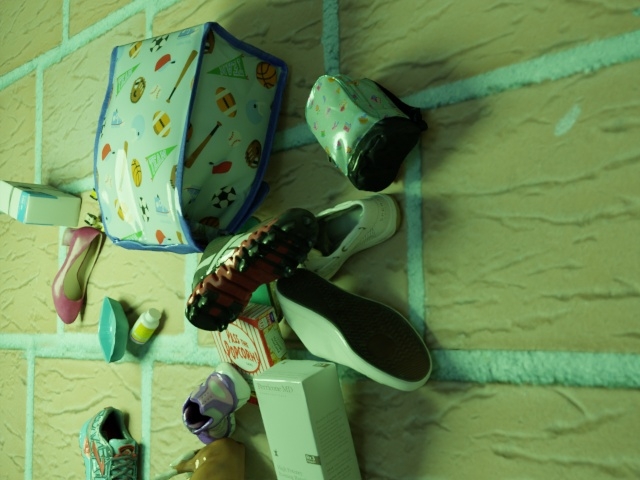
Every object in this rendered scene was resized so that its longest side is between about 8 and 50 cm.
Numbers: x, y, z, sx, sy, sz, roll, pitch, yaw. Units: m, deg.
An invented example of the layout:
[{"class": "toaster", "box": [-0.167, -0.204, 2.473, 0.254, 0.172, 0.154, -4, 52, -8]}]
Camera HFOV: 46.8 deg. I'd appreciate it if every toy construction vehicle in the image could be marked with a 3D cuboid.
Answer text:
[{"class": "toy construction vehicle", "box": [-0.527, -0.072, 1.776, 0.098, 0.035, 0.085, 27, 94, 40]}]

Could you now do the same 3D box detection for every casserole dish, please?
[{"class": "casserole dish", "box": [-0.463, 0.199, 1.653, 0.188, 0.037, 0.114, 38, 118, 58]}]

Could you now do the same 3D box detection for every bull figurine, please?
[{"class": "bull figurine", "box": [-0.195, 0.447, 1.246, 0.189, 0.310, 0.101, -19, 106, 2]}]

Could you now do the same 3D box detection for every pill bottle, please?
[{"class": "pill bottle", "box": [-0.375, 0.183, 1.591, 0.083, 0.043, 0.043, -50, 55, 30]}]

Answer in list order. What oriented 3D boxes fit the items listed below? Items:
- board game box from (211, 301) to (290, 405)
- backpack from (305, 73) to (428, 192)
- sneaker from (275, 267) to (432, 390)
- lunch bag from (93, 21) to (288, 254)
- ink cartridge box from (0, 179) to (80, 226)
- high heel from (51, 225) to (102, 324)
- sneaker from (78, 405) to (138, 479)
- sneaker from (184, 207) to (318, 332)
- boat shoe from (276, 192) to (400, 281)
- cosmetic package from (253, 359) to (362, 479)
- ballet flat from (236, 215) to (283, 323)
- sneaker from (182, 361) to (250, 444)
[{"class": "board game box", "box": [-0.117, 0.196, 1.275, 0.147, 0.045, 0.193, 6, 119, 45]}, {"class": "backpack", "box": [0.060, -0.182, 1.144, 0.152, 0.115, 0.182, -54, 50, 30]}, {"class": "sneaker", "box": [0.053, 0.153, 1.156, 0.290, 0.106, 0.123, 34, 147, 32]}, {"class": "lunch bag", "box": [-0.256, -0.165, 1.372, 0.328, 0.239, 0.385, 2, 78, 47]}, {"class": "ink cartridge box", "box": [-0.725, -0.094, 1.893, 0.191, 0.140, 0.082, 21, 102, 44]}, {"class": "high heel", "box": [-0.579, 0.087, 1.790, 0.117, 0.082, 0.243, 5, 85, 35]}, {"class": "sneaker", "box": [-0.449, 0.481, 1.597, 0.125, 0.104, 0.261, -46, 57, 30]}, {"class": "sneaker", "box": [-0.115, 0.024, 1.176, 0.276, 0.098, 0.135, -41, 36, 24]}, {"class": "boat shoe", "box": [0.000, 0.000, 1.199, 0.277, 0.096, 0.098, -36, 63, 37]}, {"class": "cosmetic package", "box": [-0.018, 0.309, 1.155, 0.117, 0.086, 0.231, -7, 101, 44]}, {"class": "ballet flat", "box": [-0.107, 0.059, 1.318, 0.073, 0.067, 0.206, -12, 78, 18]}, {"class": "sneaker", "box": [-0.206, 0.312, 1.331, 0.095, 0.105, 0.236, 44, 142, 16]}]
